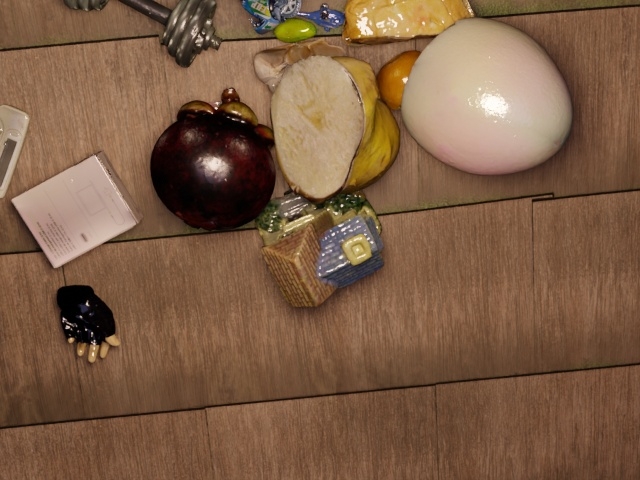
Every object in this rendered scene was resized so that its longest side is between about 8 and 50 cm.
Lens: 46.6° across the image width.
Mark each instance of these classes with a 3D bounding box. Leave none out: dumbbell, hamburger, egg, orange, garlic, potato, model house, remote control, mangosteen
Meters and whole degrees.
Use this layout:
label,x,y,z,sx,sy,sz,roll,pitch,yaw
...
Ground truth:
label,x,y,z,sx,sy,sz,roll,pitch,yaw
dumbbell,-0.417,-0.554,1.739,0.406,0.179,0.179,26,101,-9
hamburger,0.212,-0.583,1.788,0.329,0.162,0.209,-4,102,-1
egg,0.416,-0.300,1.724,0.354,0.340,0.355,-26,139,-25
orange,0.215,-0.394,1.842,0.154,0.155,0.134,-42,108,6
garlic,-0.050,-0.401,1.815,0.229,0.178,0.143,6,126,5
potato,0.073,-0.285,1.757,0.296,0.290,0.397,-25,142,-38
model house,0.000,0.000,1.867,0.321,0.266,0.261,-25,109,2
remote control,-0.795,-0.224,1.857,0.090,0.049,0.230,22,101,-13
mangosteen,-0.247,-0.196,1.789,0.306,0.307,0.347,18,73,-9

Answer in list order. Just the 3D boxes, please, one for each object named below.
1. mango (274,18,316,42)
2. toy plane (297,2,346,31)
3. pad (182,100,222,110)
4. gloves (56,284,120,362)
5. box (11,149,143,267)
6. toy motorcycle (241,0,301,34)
label,x,y,z,sx,sy,sz,roll,pitch,yaw
mango,-0.060,-0.510,1.807,0.108,0.073,0.056,7,96,26
toy plane,-0.013,-0.551,1.839,0.167,0.054,0.062,8,129,-7
pad,-0.288,-0.260,1.910,0.113,0.006,0.188,-6,106,-4
gloves,-0.605,0.225,1.955,0.164,0.124,0.203,10,132,22
box,-0.609,-0.080,1.879,0.251,0.106,0.203,-28,105,2
toy motorcycle,-0.153,-0.570,1.730,0.254,0.092,0.136,41,123,19
